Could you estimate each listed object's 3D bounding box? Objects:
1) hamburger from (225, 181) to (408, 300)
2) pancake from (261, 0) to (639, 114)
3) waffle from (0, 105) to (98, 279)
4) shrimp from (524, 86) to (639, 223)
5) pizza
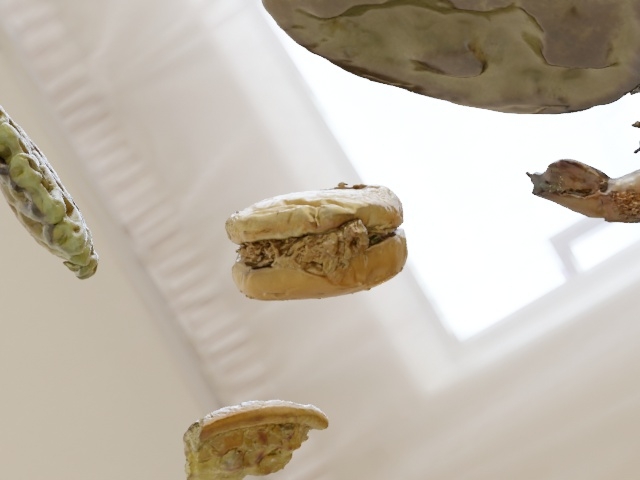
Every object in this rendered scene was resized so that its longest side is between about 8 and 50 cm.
[{"bbox_3d":[0.000,0.000,1.517,0.147,0.138,0.083,-34,-66,-68],"label":"hamburger"},{"bbox_3d":[0.109,-0.179,1.297,0.294,0.294,0.049,42,-136,-37],"label":"pancake"},{"bbox_3d":[-0.278,-0.053,1.837,0.214,0.054,0.208,56,175,4],"label":"waffle"},{"bbox_3d":[0.236,-0.107,1.503,0.290,0.222,0.054,43,162,42],"label":"shrimp"},{"bbox_3d":[-0.061,0.178,1.676,0.160,0.099,0.036,4,-141,-46],"label":"pizza"}]
